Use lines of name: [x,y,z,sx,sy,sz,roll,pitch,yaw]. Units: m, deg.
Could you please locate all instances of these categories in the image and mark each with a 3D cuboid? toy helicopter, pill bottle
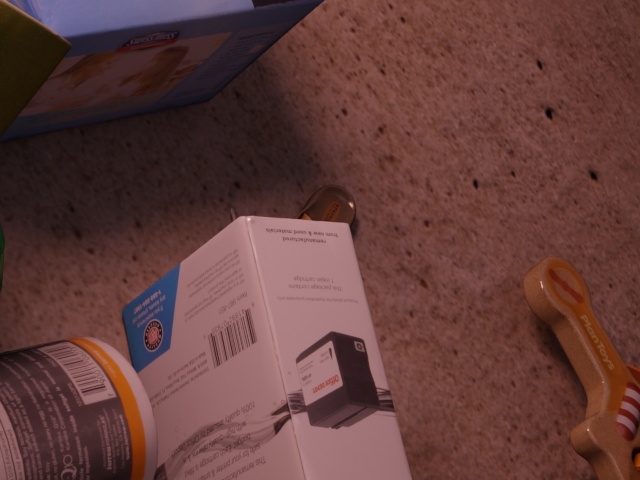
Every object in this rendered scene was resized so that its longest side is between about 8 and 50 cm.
toy helicopter: [0.346,0.173,1.915,0.235,0.140,0.355,-17,75,-46]
pill bottle: [-0.283,0.179,1.377,0.278,0.162,0.162,-12,74,-42]

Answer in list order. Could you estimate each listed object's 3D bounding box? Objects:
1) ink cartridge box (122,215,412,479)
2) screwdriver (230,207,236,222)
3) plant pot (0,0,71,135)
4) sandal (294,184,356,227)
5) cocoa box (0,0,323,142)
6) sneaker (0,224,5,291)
ink cartridge box: [-0.049,0.163,1.532,0.129,0.223,0.307,4,64,-39]
screwdriver: [-0.073,0.039,1.725,0.024,0.025,0.170,8,62,-36]
plant pot: [-0.380,-0.092,1.280,0.274,0.275,0.293,31,89,-22]
sandal: [0.000,0.000,1.789,0.072,0.049,0.180,40,47,-14]
cocoa box: [-0.217,-0.253,1.629,0.347,0.231,0.228,-16,77,-43]
sneaker: [-0.303,0.021,1.417,0.109,0.123,0.295,41,10,-10]
